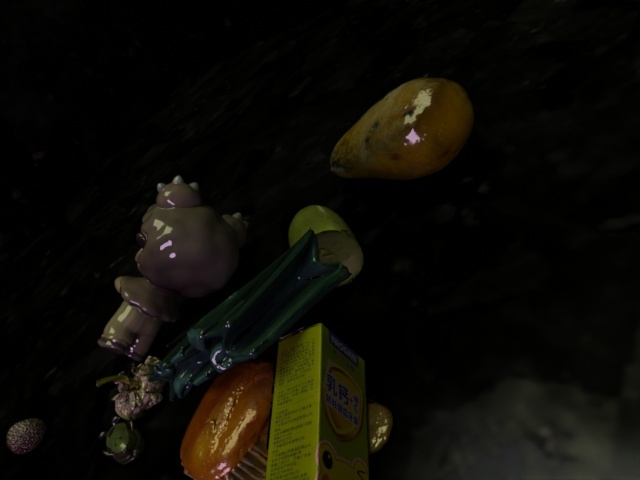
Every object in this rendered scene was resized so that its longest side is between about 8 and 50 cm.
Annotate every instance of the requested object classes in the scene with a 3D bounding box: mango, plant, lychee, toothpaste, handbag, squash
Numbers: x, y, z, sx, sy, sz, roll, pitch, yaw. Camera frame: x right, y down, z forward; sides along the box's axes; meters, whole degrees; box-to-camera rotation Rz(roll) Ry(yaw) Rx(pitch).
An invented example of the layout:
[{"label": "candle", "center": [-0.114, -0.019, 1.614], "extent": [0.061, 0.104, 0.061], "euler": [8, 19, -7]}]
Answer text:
[{"label": "mango", "center": [0.151, -0.197, 1.042], "extent": [0.176, 0.176, 0.329], "euler": [-16, 0, -27]}, {"label": "plant", "center": [-0.352, 0.263, 0.994], "extent": [0.104, 0.122, 0.117], "euler": [-30, 37, 35]}, {"label": "lychee", "center": [-0.619, 0.410, 1.130], "extent": [0.083, 0.068, 0.067], "euler": [-38, 72, -5]}, {"label": "toothpaste", "center": [-0.002, 0.258, 0.614], "extent": [0.077, 0.110, 0.328], "euler": [-27, 37, 25]}, {"label": "handbag", "center": [-0.121, 0.121, 0.815], "extent": [0.238, 0.089, 0.326], "euler": [-42, 5, -42]}, {"label": "squash", "center": [0.000, 0.000, 0.977], "extent": [0.123, 0.123, 0.187], "euler": [-36, 26, 5]}, {"label": "handbag", "center": [-0.338, 0.348, 0.931], "extent": [0.111, 0.047, 0.072], "euler": [7, 54, 53]}]

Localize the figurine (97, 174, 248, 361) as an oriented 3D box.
[{"label": "figurine", "center": [-0.316, 0.070, 1.126], "extent": [0.203, 0.248, 0.381], "euler": [26, 81, 51]}]

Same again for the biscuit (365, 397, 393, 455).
[{"label": "biscuit", "center": [0.035, 0.237, 0.716], "extent": [0.147, 0.018, 0.071], "euler": [6, 54, 48]}]

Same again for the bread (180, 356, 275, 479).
[{"label": "bread", "center": [-0.107, 0.256, 0.758], "extent": [0.132, 0.114, 0.191], "euler": [-2, 52, 42]}]
